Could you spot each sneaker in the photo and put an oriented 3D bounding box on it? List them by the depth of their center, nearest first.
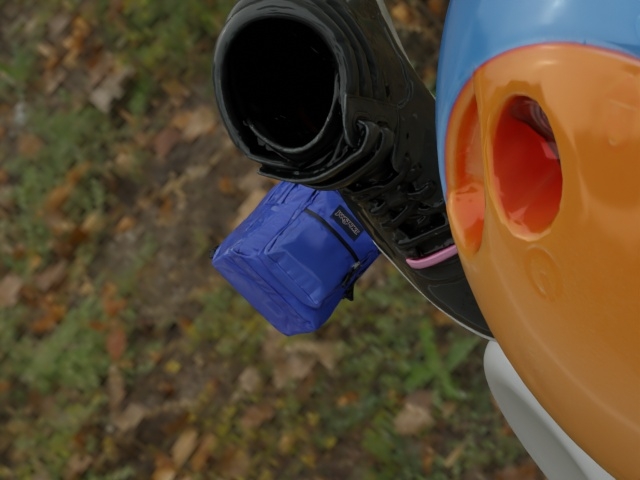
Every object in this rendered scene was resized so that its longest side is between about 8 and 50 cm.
[{"bbox_3d":[0.031,-0.037,1.023,0.104,0.296,0.147,-27,14,26],"label":"sneaker"}]

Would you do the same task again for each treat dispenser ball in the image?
[{"bbox_3d":[0.179,-0.039,0.533,0.288,0.288,0.288,-27,41,26],"label":"treat dispenser ball"}]

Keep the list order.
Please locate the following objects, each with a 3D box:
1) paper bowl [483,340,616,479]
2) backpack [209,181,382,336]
[{"bbox_3d":[0.234,0.123,1.338,0.148,0.284,0.284,-36,35,-8],"label":"paper bowl"},{"bbox_3d":[0.000,0.000,1.305,0.120,0.098,0.101,-49,16,-24],"label":"backpack"}]
